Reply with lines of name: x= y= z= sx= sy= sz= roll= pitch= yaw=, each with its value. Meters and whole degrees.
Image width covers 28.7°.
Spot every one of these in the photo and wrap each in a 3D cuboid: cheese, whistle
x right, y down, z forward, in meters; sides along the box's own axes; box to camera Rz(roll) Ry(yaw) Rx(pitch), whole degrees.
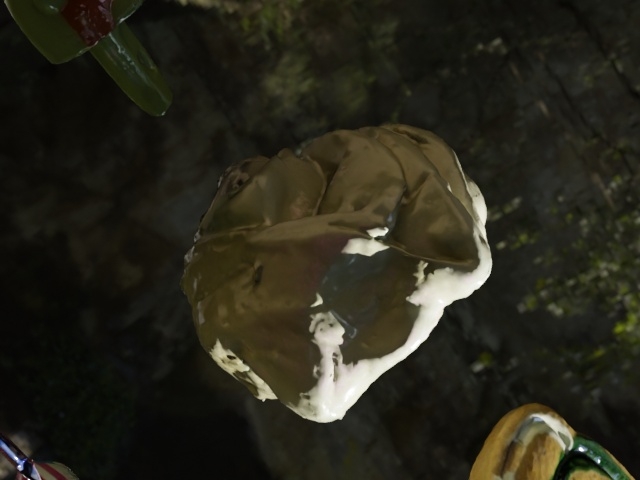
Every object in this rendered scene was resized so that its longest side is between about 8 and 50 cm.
cheese: x=-0.265 y=0.247 z=1.225 sx=0.062 sy=0.244 sz=0.155 roll=-43 pitch=-140 yaw=-18
whistle: x=-0.221 y=-0.225 z=1.091 sx=0.106 sy=0.288 sz=0.131 roll=-32 pitch=-152 yaw=15

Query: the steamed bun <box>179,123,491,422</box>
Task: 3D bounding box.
steamed bun: x=0.000 y=0.000 z=1.108 sx=0.280 sy=0.207 sz=0.268 roll=-43 pitch=-167 yaw=9

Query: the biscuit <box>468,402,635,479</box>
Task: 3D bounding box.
biscuit: x=0.256 y=0.344 z=1.275 sx=0.057 sy=0.344 sz=0.287 roll=-11 pitch=-137 yaw=45
